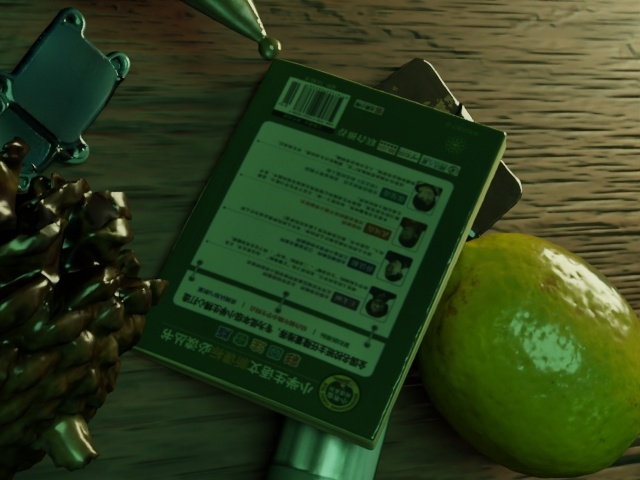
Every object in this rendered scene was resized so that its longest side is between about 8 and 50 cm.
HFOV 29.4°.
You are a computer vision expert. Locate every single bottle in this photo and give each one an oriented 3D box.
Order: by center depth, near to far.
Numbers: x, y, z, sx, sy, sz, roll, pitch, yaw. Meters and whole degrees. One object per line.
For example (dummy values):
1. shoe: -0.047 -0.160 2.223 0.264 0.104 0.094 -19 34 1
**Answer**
1. bottle: 0.008 0.124 0.928 0.096 0.079 0.254 14 73 6

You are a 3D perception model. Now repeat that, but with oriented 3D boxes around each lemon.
1. lemon: 0.165 0.091 0.957 0.207 0.170 0.170 40 67 -11

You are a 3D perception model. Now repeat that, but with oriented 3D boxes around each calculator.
1. calculator: -0.199 -0.101 0.899 0.094 0.019 0.141 43 63 -27

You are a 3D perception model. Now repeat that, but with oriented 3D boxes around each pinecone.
1. pinecone: -0.228 0.038 0.745 0.257 0.243 0.243 49 65 -15

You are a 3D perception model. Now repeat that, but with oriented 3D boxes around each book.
1. book: 0.000 0.000 0.918 0.202 0.027 0.264 20 70 14

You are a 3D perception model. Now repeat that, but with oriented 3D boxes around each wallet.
1. wallet: 0.105 -0.078 1.040 0.082 0.018 0.157 -38 96 -25

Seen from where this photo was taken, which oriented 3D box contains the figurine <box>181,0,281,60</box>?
1. figurine: -0.171 -0.276 0.889 0.387 0.166 0.207 43 24 -17
